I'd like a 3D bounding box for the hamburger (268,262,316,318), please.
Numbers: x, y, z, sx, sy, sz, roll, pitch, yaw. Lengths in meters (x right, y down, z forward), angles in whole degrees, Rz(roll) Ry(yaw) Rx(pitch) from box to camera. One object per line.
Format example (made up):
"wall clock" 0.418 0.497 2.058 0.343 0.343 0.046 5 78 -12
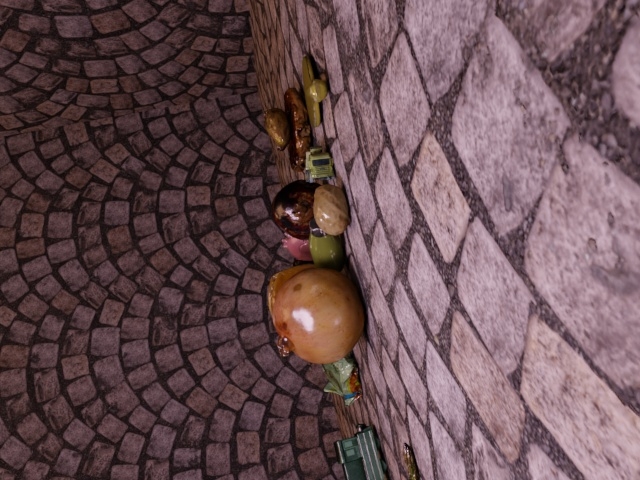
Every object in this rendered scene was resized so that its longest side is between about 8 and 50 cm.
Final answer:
"hamburger" -0.074 0.246 2.049 0.174 0.304 0.285 150 108 -80

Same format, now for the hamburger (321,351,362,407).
"hamburger" 0.075 0.550 2.049 0.276 0.150 0.261 -110 12 -47

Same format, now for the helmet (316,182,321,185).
"helmet" -0.008 -0.185 1.823 0.084 0.049 0.065 43 121 28

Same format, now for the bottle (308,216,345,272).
"bottle" 0.016 0.016 1.626 0.260 0.112 0.112 74 178 -53

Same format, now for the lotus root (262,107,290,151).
"lotus root" -0.157 -0.423 1.835 0.108 0.094 0.191 99 150 -63

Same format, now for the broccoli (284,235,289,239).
"broccoli" -0.128 -0.006 2.612 0.155 0.160 0.167 -110 29 -48

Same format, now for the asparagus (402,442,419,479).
"asparagus" 0.253 0.635 1.307 0.036 0.030 0.165 -7 -97 -70

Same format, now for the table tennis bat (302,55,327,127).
"table tennis bat" -0.023 -0.465 1.487 0.369 0.054 0.224 -113 13 -75

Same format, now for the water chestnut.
"water chestnut" -0.061 -0.110 1.722 0.238 0.223 0.224 108 149 -73

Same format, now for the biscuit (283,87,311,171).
"biscuit" -0.088 -0.434 1.897 0.334 0.081 0.290 93 164 -50

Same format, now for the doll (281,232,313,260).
"doll" -0.049 0.013 1.897 0.262 0.211 0.093 111 171 -54

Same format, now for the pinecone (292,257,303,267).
"pinecone" -0.059 0.143 2.386 0.165 0.162 0.163 49 -155 -72

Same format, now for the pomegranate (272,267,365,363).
"pomegranate" -0.023 0.257 1.578 0.338 0.337 0.339 167 90 -83

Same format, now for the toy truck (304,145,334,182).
"toy truck" -0.009 -0.256 1.590 0.191 0.085 0.116 -132 35 -79

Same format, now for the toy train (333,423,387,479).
"toy train" 0.164 0.884 1.829 0.138 0.178 0.331 96 161 -66

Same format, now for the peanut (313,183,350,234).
"peanut" 0.030 -0.094 1.451 0.140 0.109 0.159 138 117 -81

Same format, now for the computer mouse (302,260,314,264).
"computer mouse" -0.042 0.053 2.211 0.217 0.073 0.122 -48 -46 -83
